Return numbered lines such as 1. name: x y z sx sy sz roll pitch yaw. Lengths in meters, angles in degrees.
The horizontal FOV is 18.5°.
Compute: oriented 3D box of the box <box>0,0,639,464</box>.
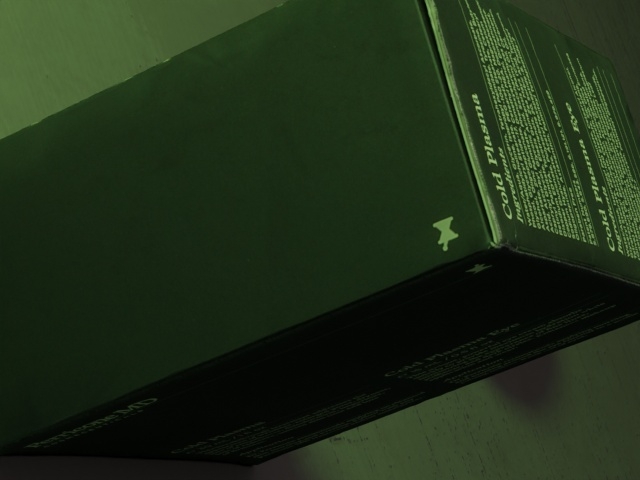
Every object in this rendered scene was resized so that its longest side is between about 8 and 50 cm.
1. box: 0.000 0.000 1.193 0.312 0.343 0.179 13 57 -62
